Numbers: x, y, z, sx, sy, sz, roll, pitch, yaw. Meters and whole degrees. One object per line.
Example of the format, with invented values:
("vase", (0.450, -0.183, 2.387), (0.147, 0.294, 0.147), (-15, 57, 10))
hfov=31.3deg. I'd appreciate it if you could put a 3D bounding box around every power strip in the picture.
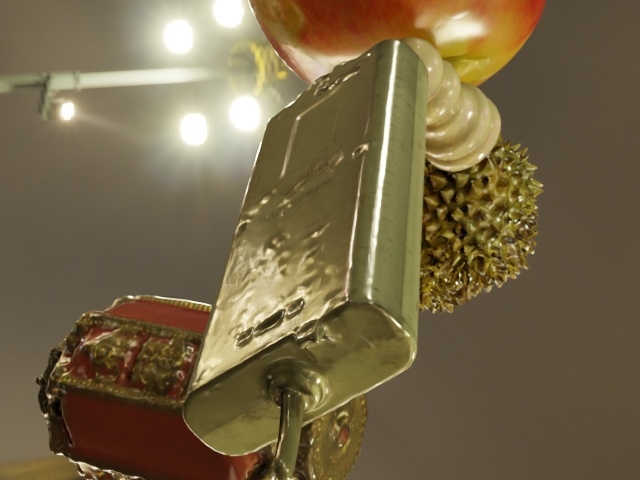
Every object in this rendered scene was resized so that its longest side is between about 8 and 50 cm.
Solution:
("power strip", (0.000, 0.000, 0.466), (0.092, 0.268, 0.034), (-32, -65, 24))

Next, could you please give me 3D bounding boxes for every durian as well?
("durian", (0.148, -0.032, 1.479), (0.258, 0.293, 0.258), (49, -25, 33))

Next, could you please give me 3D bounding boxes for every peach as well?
("peach", (0.079, -0.353, 1.372), (0.388, 0.388, 0.388), (17, -69, 52))

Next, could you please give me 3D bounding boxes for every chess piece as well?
("chess piece", (0.116, -0.146, 1.190), (0.094, 0.170, 0.094), (-12, -116, 26))

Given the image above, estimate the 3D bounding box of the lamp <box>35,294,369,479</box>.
("lamp", (-0.100, 0.138, 0.952), (0.274, 0.177, 0.177), (5, -77, 28))
